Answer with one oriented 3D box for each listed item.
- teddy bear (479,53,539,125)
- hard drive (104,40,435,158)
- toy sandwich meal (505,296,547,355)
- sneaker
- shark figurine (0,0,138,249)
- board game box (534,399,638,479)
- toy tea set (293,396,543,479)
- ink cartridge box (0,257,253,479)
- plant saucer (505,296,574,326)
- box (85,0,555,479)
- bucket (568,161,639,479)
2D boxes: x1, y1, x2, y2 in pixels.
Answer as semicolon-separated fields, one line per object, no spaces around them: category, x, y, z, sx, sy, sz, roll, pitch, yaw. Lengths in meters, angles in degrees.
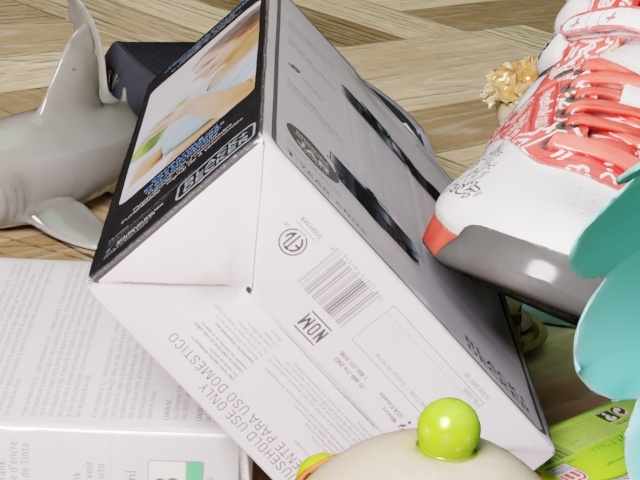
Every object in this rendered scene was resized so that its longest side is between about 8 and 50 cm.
teddy bear;0.261;-0.058;1.030;0.338;0.113;0.245;16;-3;37
hard drive;-0.042;-0.082;1.143;0.172;0.054;0.254;-3;22;-26
toy sandwich meal;0.079;0.036;0.885;0.085;0.029;0.085;6;20;-2
sneaker;0.114;-0.049;0.704;0.090;0.145;0.270;25;8;5
shark figurine;-0.147;-0.081;1.025;0.166;0.116;0.278;12;22;12
board game box;0.159;0.099;0.714;0.092;0.043;0.181;24;26;39
toy tea set;0.104;0.139;0.461;0.336;0.124;0.200;12;20;16
ink cartridge box;-0.139;0.059;0.733;0.224;0.056;0.181;1;20;-1
plant saucer;0.134;-0.003;1.003;0.194;0.037;0.195;5;20;-2
box;0.000;0.000;0.748;0.169;0.087;0.290;47;13;-16
bucket;0.229;0.030;0.511;0.183;0.281;0.281;-38;39;-21
